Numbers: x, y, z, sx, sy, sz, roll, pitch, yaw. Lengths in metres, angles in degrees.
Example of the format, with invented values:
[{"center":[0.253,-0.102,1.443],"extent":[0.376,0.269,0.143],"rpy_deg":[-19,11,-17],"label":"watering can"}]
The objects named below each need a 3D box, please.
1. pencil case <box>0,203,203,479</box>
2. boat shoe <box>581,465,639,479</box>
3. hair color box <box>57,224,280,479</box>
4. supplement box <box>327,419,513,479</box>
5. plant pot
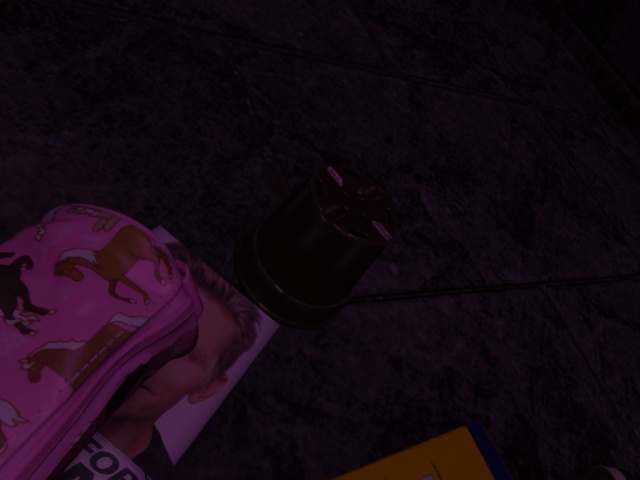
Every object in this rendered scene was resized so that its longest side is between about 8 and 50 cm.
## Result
[{"center":[-0.225,0.125,0.393],"extent":[0.167,0.160,0.386],"rpy_deg":[35,40,-1],"label":"pencil case"},{"center":[0.441,0.449,0.823],"extent":[0.113,0.127,0.340],"rpy_deg":[8,40,-18],"label":"boat shoe"},{"center":[-0.199,0.148,0.596],"extent":[0.174,0.105,0.347],"rpy_deg":[40,39,-1],"label":"hair color box"},{"center":[0.013,0.314,0.547],"extent":[0.356,0.194,0.195],"rpy_deg":[-5,58,-41],"label":"supplement box"},{"center":[0.000,0.000,0.842],"extent":[0.167,0.165,0.167],"rpy_deg":[21,43,-22],"label":"plant pot"}]
